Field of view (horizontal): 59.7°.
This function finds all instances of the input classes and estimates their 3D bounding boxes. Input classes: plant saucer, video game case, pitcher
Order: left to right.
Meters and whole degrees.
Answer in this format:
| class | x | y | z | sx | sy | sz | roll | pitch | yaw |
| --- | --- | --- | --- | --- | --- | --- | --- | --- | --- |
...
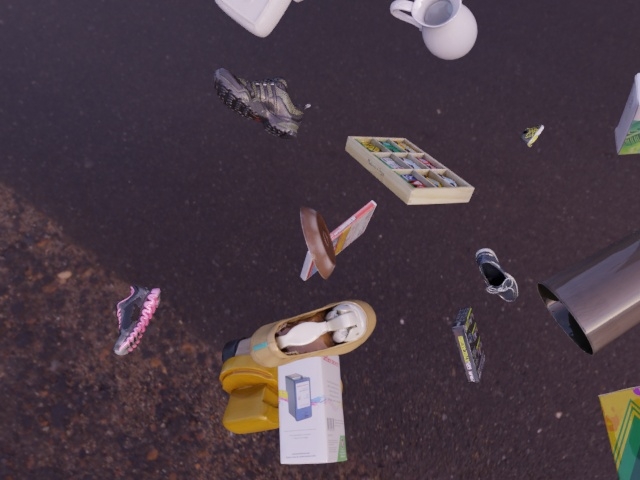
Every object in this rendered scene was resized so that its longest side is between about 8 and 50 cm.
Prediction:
| class | x | y | z | sx | sy | sz | roll | pitch | yaw |
| --- | --- | --- | --- | --- | --- | --- | --- | --- | --- |
| plant saucer | 0.000 | 0.000 | 1.440 | 0.036 | 0.199 | 0.199 | -19 | 52 | 11 |
| video game case | 0.056 | 0.002 | 1.803 | 0.285 | 0.204 | 0.025 | -39 | 76 | -24 |
| pitcher | 0.271 | -0.512 | 1.318 | 0.177 | 0.207 | 0.126 | 20 | 96 | 28 |

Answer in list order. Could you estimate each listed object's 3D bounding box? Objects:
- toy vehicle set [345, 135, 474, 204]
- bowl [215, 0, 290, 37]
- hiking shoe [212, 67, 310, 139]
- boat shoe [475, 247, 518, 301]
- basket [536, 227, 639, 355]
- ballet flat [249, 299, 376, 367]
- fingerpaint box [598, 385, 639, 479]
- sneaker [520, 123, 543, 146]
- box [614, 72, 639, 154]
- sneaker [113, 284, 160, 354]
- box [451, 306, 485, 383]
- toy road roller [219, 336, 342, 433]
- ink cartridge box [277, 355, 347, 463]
| class | x | y | z | sx | sy | sz | roll | pitch | yaw |
| --- | --- | --- | --- | --- | --- | --- | --- | --- | --- |
| toy vehicle set | 0.190 | -0.161 | 1.236 | 0.165 | 0.035 | 0.267 | -5 | 35 | -29 |
| bowl | -0.136 | -0.493 | 1.102 | 0.142 | 0.142 | 0.053 | 38 | 25 | -3 |
| hiking shoe | -0.132 | -0.323 | 1.236 | 0.086 | 0.226 | 0.114 | 1 | 63 | 58 |
| boat shoe | 0.629 | 0.138 | 1.975 | 0.095 | 0.255 | 0.079 | -20 | 31 | 25 |
| basket | 0.534 | 0.080 | 0.999 | 0.226 | 0.204 | 0.154 | -34 | 82 | 8 |
| ballet flat | 0.009 | 0.135 | 0.823 | 0.232 | 0.073 | 0.080 | -14 | 76 | -35 |
| fingerpaint box | 0.908 | 0.636 | 1.423 | 0.163 | 0.444 | 0.371 | -27 | 39 | 33 |
| sneaker | 0.499 | -0.256 | 1.317 | 0.035 | 0.031 | 0.083 | 35 | 52 | 8 |
| box | 0.657 | -0.207 | 0.876 | 0.321 | 0.232 | 0.059 | 0 | 79 | 21 |
| sneaker | -0.288 | 0.116 | 0.839 | 0.057 | 0.047 | 0.119 | 22 | 49 | -4 |
| box | 0.467 | 0.323 | 1.749 | 0.045 | 0.184 | 0.190 | -17 | 6 | 24 |
| toy road roller | -0.114 | 0.392 | 1.410 | 0.202 | 0.329 | 0.241 | -19 | 39 | 32 |
| ink cartridge box | -0.015 | 0.320 | 1.089 | 0.093 | 0.154 | 0.213 | -8 | 69 | 15 |
